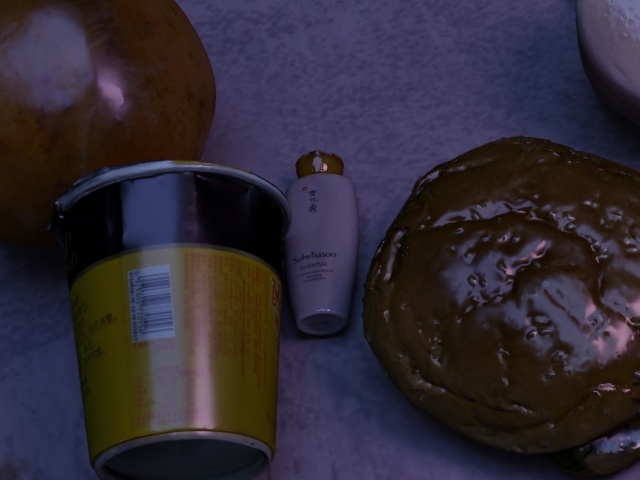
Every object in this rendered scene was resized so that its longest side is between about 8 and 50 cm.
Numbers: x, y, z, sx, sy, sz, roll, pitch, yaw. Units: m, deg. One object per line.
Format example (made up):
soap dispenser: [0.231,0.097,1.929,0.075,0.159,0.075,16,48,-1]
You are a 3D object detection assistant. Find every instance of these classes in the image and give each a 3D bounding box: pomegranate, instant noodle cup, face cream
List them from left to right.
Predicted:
pomegranate: [-0.239,-0.125,1.225,0.307,0.307,0.307,-7,55,10]
instant noodle cup: [-0.120,0.078,1.099,0.215,0.215,0.236,-10,61,8]
face cream: [0.000,0.000,1.203,0.072,0.051,0.182,-9,53,13]

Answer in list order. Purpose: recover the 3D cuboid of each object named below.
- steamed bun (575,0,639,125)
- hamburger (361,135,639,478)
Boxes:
steamed bun: [0.345,-0.175,1.154,0.241,0.146,0.164,7,86,13]
hamburger: [0.181,0.043,1.076,0.285,0.134,0.265,15,59,26]
